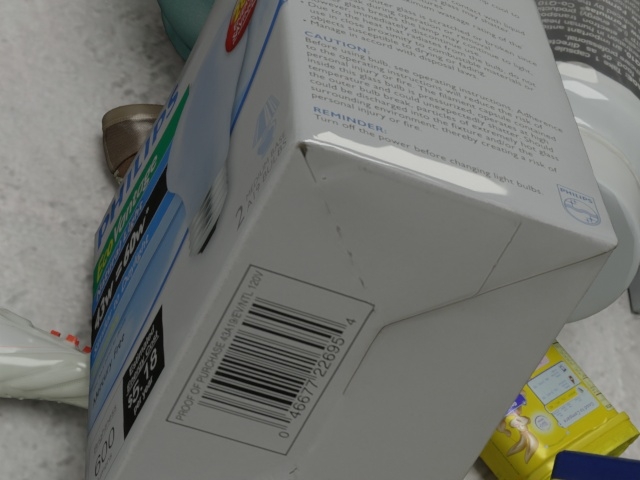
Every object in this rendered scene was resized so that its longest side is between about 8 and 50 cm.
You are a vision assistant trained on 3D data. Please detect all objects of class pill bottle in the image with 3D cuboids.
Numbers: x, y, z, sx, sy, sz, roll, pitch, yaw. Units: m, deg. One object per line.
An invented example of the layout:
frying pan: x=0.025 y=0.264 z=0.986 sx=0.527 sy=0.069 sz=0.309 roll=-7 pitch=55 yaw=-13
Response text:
pill bottle: x=0.194 y=-0.108 z=1.661 sx=0.204 sy=0.204 sz=0.361 roll=23 pitch=40 yaw=-8

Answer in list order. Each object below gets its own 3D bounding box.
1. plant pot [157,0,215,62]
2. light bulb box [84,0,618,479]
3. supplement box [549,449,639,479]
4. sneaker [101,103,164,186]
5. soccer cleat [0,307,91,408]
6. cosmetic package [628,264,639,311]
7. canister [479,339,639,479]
plant pot: x=-0.031 y=-0.244 z=1.698 sx=0.293 sy=0.196 sz=0.293 roll=11 pitch=55 yaw=-16
light bulb box: x=0.000 y=0.000 z=1.376 sx=0.225 sy=0.358 sz=0.361 roll=19 pitch=31 yaw=-18
supplement box: x=0.231 y=0.353 z=1.335 sx=0.195 sy=0.194 sz=0.356 roll=6 pitch=60 yaw=19
sneaker: x=-0.093 y=-0.075 z=1.653 sx=0.188 sy=0.066 sz=0.071 roll=-2 pitch=75 yaw=-19
soccer cleat: x=-0.223 y=0.096 z=1.475 sx=0.196 sy=0.068 sz=0.076 roll=29 pitch=80 yaw=-12
cosmetic package: x=0.416 y=-0.029 z=1.728 sx=0.224 sy=0.224 sz=0.138 roll=11 pitch=54 yaw=-17
canister: x=0.164 y=0.129 z=1.609 sx=0.126 sy=0.073 sz=0.170 roll=-27 pitch=70 yaw=-36
